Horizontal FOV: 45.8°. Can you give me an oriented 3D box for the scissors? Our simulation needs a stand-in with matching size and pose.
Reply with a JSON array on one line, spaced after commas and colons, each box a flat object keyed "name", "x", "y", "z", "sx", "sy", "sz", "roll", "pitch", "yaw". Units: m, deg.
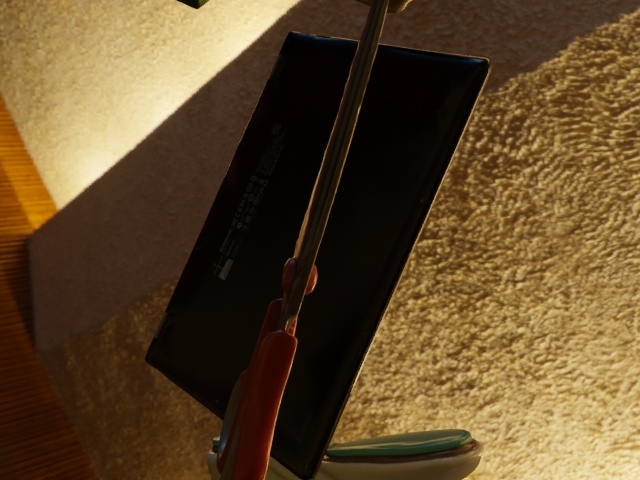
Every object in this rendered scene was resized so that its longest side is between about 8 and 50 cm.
[{"name": "scissors", "x": -0.013, "y": 0.038, "z": 0.346, "sx": 0.109, "sy": 0.021, "sz": 0.297, "roll": -85, "pitch": -166, "yaw": -55}]

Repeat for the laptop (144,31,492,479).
[{"name": "laptop", "x": 0.000, "y": 0.000, "z": 0.836, "sx": 0.408, "sy": 0.236, "sz": 0.381, "roll": 22, "pitch": -91, "yaw": 44}]

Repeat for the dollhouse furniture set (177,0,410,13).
[{"name": "dollhouse furniture set", "x": -0.053, "y": -0.332, "z": 0.755, "sx": 0.302, "sy": 0.151, "sz": 0.197, "roll": 30, "pitch": -30, "yaw": 25}]

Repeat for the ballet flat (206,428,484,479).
[{"name": "ballet flat", "x": 0.023, "y": 0.296, "z": 0.914, "sx": 0.400, "sy": 0.139, "sz": 0.139, "roll": -12, "pitch": -92, "yaw": 38}]
